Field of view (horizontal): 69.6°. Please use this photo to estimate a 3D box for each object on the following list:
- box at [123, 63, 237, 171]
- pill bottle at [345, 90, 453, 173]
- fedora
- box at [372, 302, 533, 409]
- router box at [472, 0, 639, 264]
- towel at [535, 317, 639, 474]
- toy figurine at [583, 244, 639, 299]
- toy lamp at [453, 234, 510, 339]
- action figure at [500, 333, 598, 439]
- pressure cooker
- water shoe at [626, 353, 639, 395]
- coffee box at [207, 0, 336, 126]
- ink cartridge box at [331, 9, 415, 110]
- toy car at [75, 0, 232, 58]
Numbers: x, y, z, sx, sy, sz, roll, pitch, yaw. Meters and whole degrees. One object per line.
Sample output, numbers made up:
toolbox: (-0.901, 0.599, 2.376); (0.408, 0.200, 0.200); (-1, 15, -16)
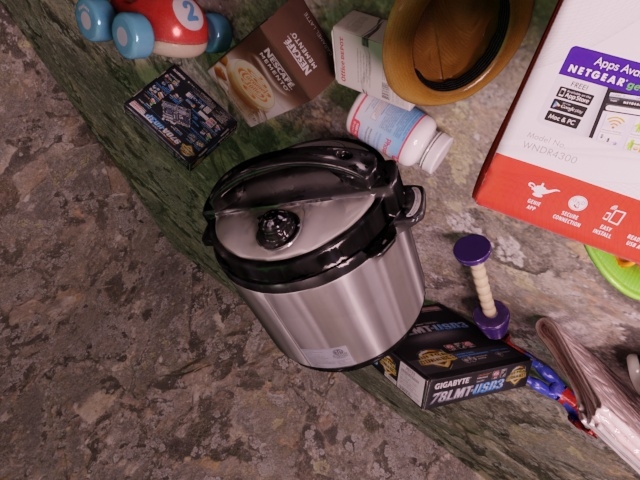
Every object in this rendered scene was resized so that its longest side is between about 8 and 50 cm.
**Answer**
box: (-0.348, -0.310, 1.158); (0.220, 0.175, 0.051); (42, 159, -4)
pill bottle: (0.127, -0.176, 0.740); (0.160, 0.087, 0.087); (35, 158, 16)
fedora: (0.146, -0.251, 0.531); (0.194, 0.194, 0.079); (73, 179, -53)
box: (0.247, 0.237, 1.015); (0.293, 0.295, 0.074); (34, 120, 57)
router box: (0.296, -0.099, 0.236); (0.335, 0.082, 0.301); (23, 131, 14)
towel: (0.531, 0.311, 0.794); (0.332, 0.053, 0.317); (43, -159, -1)
toy figurine: (0.401, -0.042, 0.523); (0.130, 0.173, 0.159); (14, 145, -22)
toy lamp: (0.337, 0.109, 0.943); (0.080, 0.080, 0.275); (19, 150, 44)
action figure: (0.519, 0.324, 1.009); (0.280, 0.092, 0.139); (37, 175, 11)
pressure cooker: (0.000, 0.004, 0.889); (0.375, 0.369, 0.421); (43, 165, 48)
water shoe: (0.621, 0.266, 0.809); (0.203, 0.073, 0.080); (46, 131, -11)
coffee box: (-0.089, -0.309, 0.830); (0.141, 0.098, 0.246); (50, 157, -23)
ink cartridge box: (0.089, -0.265, 0.676); (0.135, 0.056, 0.099); (31, 155, 24)
toy car: (-0.288, -0.464, 0.809); (0.210, 0.219, 0.238); (30, 127, 25)
